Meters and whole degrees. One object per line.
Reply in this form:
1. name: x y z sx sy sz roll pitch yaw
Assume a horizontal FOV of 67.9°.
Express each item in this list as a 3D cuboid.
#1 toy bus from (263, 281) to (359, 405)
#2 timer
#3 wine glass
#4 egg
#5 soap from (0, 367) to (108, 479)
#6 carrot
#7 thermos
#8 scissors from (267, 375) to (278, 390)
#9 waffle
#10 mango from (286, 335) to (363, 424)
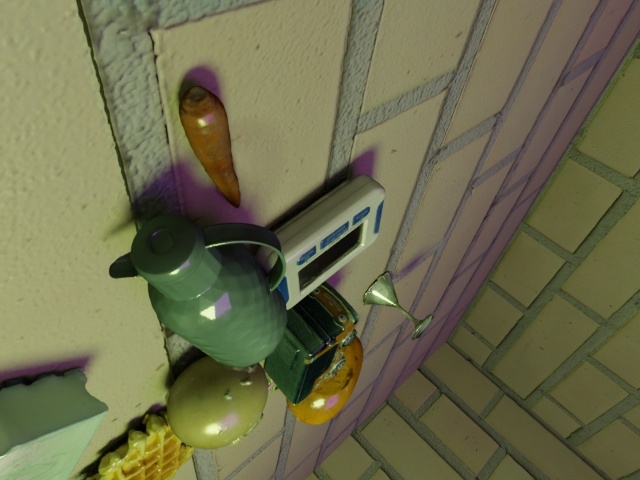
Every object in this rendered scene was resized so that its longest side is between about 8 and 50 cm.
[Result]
1. toy bus: -0.028 0.230 1.055 0.167 0.138 0.275 -29 151 -33
2. timer: 0.000 0.000 0.842 0.253 0.078 0.178 -37 155 -21
3. wine glass: 0.225 0.188 1.350 0.122 0.183 0.122 -39 153 -24
4. egg: -0.181 0.279 0.850 0.201 0.164 0.164 -22 145 -55
5. soap: -0.394 0.296 0.594 0.262 0.094 0.150 -57 154 15
6. carrot: -0.119 -0.093 0.561 0.048 0.048 0.216 -41 158 -17
7. thermos: -0.127 0.061 0.622 0.182 0.145 0.287 -18 152 0
8. scissors: -0.151 0.389 1.211 0.187 0.020 0.134 -39 151 -24
9. waffle: -0.333 0.433 0.915 0.250 0.056 0.261 -52 157 -4
10. mango: 0.020 0.380 1.322 0.290 0.159 0.191 -45 165 -35
